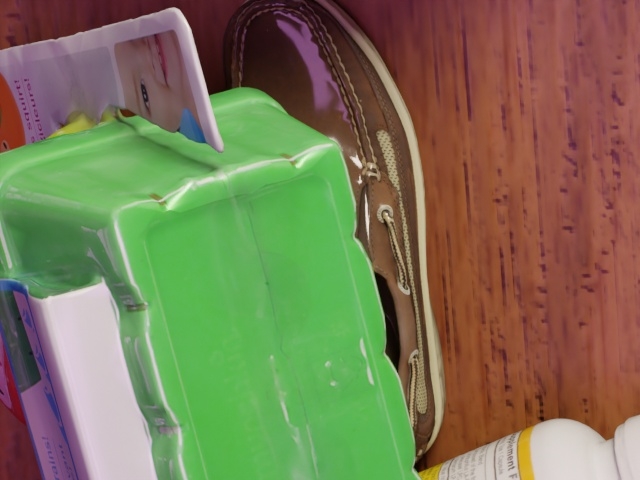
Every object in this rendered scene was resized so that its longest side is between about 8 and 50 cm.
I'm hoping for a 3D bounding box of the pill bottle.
[{"bbox_3d":[0.099,0.159,0.972,0.208,0.117,0.117,-25,95,19],"label":"pill bottle"}]

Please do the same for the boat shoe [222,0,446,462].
[{"bbox_3d":[0.008,-0.002,0.971,0.095,0.095,0.257,-15,98,17],"label":"boat shoe"}]

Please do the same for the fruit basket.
[{"bbox_3d":[-0.100,0.063,0.920,0.353,0.165,0.327,0,106,57],"label":"fruit basket"}]
